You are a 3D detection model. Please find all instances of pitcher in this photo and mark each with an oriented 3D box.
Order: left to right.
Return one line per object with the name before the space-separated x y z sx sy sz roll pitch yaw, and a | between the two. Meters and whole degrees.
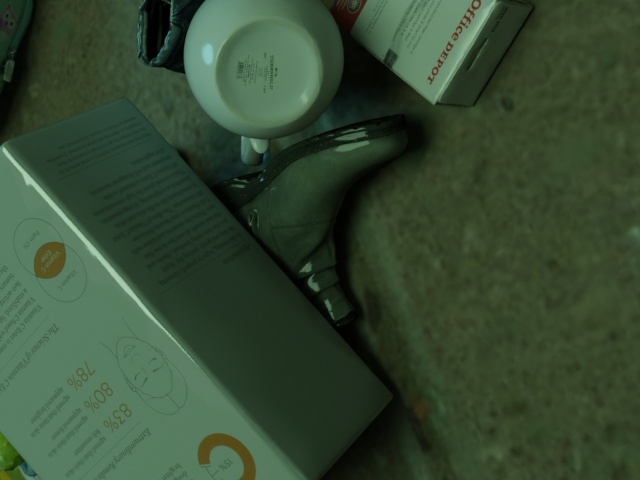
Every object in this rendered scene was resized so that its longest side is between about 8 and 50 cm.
pitcher | -0.048 -0.131 1.015 0.207 0.125 0.178 -108 17 -71

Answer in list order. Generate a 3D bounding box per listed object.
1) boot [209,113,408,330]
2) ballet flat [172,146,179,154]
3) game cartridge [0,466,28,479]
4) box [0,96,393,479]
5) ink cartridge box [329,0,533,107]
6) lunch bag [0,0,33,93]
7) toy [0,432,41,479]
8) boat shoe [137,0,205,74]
boot | 0.000 0.000 1.055 0.246 0.083 0.161 -24 89 36
ballet flat | -0.232 -0.014 1.185 0.231 0.077 0.077 -39 62 14
game cartridge | -0.288 0.195 1.288 0.285 0.052 0.324 43 114 30
box | -0.149 0.090 1.025 0.345 0.168 0.215 49 122 4
ink cartridge box | 0.086 -0.182 0.981 0.135 0.056 0.099 45 117 29
lunch bag | -0.449 -0.238 1.345 0.279 0.108 0.224 25 91 24
toy | -0.307 0.170 1.176 0.137 0.056 0.237 58 150 23
boat shoe | -0.108 -0.238 1.116 0.065 0.083 0.183 24 105 35
